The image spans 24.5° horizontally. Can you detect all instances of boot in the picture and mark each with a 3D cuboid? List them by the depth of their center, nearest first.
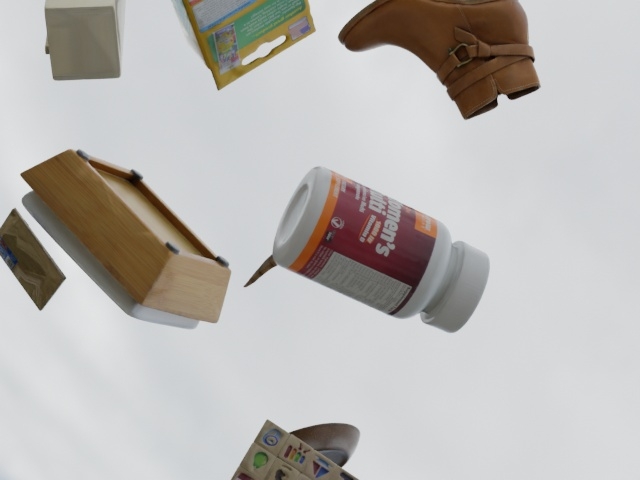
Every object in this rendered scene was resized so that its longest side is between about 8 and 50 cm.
[{"bbox_3d":[0.185,-0.283,2.253,0.109,0.283,0.220,28,43,-80],"label":"boot"}]

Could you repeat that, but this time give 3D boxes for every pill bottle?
[{"bbox_3d":[0.068,0.014,1.628,0.221,0.121,0.121,24,-18,-13],"label":"pill bottle"}]

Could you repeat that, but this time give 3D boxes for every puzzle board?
[{"bbox_3d":[-0.417,0.027,2.105,0.128,0.011,0.096,53,-44,9],"label":"puzzle board"}]

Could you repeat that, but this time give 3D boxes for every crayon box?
[{"bbox_3d":[-0.137,-0.411,2.347,0.083,0.203,0.323,50,-12,33],"label":"crayon box"}]

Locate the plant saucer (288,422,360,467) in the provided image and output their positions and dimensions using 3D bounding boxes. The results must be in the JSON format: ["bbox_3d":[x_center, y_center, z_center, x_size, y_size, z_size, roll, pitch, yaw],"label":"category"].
[{"bbox_3d":[-0.024,0.362,2.433,0.198,0.199,0.036,95,-20,-60],"label":"plant saucer"}]

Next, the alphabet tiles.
[{"bbox_3d":[-0.023,0.387,2.006,0.237,0.198,0.009,34,-28,-5],"label":"alphabet tiles"}]

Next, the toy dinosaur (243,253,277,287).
[{"bbox_3d":[0.000,0.000,1.744,0.064,0.212,0.112,-98,175,-63],"label":"toy dinosaur"}]

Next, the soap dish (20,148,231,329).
[{"bbox_3d":[-0.277,-0.005,2.146,0.291,0.118,0.229,44,10,24],"label":"soap dish"}]

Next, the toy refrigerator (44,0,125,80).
[{"bbox_3d":[-0.300,-0.315,1.876,0.269,0.094,0.102,-98,-173,-53],"label":"toy refrigerator"}]
